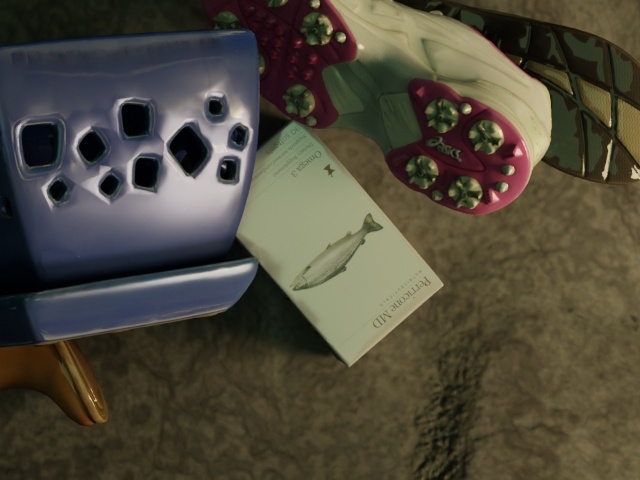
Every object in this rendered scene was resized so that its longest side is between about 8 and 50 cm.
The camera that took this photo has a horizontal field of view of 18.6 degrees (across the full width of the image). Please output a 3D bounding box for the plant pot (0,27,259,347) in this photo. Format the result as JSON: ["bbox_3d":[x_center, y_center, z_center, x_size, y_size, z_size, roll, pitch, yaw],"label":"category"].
[{"bbox_3d":[-0.189,-0.033,1.465,0.236,0.236,0.212,-8,90,-36],"label":"plant pot"}]

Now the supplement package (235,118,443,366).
[{"bbox_3d":[0.000,0.000,1.573,0.105,0.105,0.179,-41,92,-3],"label":"supplement package"}]

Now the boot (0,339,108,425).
[{"bbox_3d":[-0.279,0.108,1.586,0.152,0.073,0.197,-39,80,-2],"label":"boot"}]

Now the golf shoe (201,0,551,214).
[{"bbox_3d":[0.046,-0.140,1.517,0.306,0.140,0.115,37,128,8],"label":"golf shoe"}]

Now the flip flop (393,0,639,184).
[{"bbox_3d":[0.155,-0.129,1.597,0.277,0.080,0.112,19,95,13],"label":"flip flop"}]
